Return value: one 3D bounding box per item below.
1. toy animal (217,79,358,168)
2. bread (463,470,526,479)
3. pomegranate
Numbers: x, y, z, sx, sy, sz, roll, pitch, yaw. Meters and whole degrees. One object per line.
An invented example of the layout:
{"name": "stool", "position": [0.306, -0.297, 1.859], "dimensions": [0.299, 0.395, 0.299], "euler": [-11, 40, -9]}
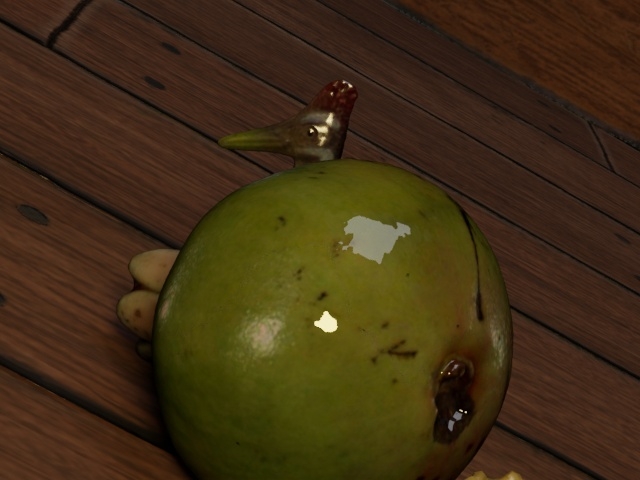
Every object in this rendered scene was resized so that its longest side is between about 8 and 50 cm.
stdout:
{"name": "toy animal", "position": [-0.010, 0.005, 0.942], "dimensions": [0.105, 0.202, 0.070], "euler": [-1, 27, -21]}
{"name": "bread", "position": [0.096, 0.193, 0.642], "dimensions": [0.174, 0.121, 0.245], "euler": [26, 17, -37]}
{"name": "pomegranate", "position": [-0.016, 0.045, 0.822], "dimensions": [0.210, 0.179, 0.179], "euler": [8, 11, 14]}
